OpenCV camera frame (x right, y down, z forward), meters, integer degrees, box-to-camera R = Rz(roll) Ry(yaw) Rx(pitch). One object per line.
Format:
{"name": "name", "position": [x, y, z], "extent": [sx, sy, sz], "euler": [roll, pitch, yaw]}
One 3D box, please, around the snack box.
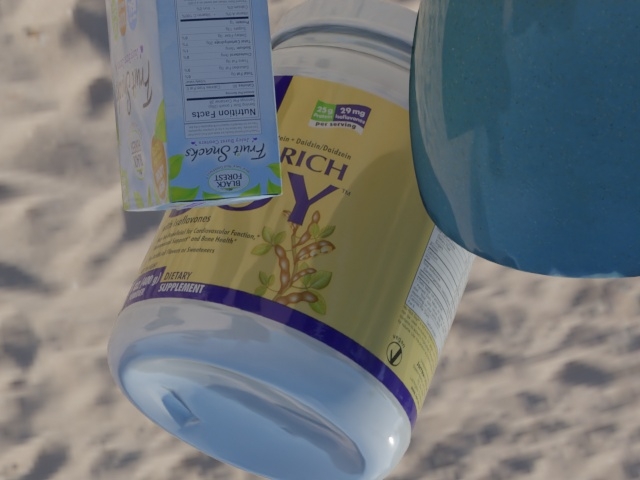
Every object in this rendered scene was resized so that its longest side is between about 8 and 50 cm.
{"name": "snack box", "position": [-0.080, -0.122, 1.015], "extent": [0.070, 0.207, 0.174], "euler": [-6, 180, -15]}

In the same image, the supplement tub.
{"name": "supplement tub", "position": [0.000, 0.000, 1.368], "extent": [0.241, 0.331, 0.241], "euler": [17, 153, 9]}

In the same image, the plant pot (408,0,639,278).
{"name": "plant pot", "position": [0.177, -0.142, 1.044], "extent": [0.290, 0.290, 0.195], "euler": [-16, 124, 4]}
